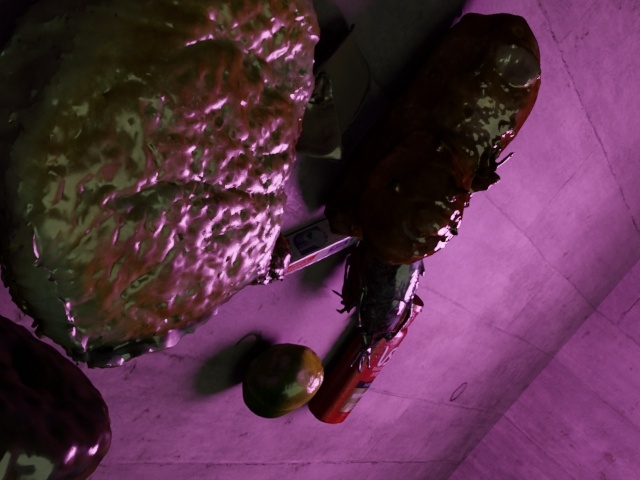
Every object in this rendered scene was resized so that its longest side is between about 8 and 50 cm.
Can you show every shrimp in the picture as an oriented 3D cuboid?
[{"bbox_3d":[0.122,0.069,1.569,0.172,0.137,0.372,-9,135,-28],"label":"shrimp"}]

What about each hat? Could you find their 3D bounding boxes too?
[{"bbox_3d":[-0.005,-0.191,1.138,0.175,0.085,0.147,-61,149,-27],"label":"hat"}]

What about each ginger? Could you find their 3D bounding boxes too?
[{"bbox_3d":[0.183,-0.138,1.289,0.176,0.254,0.418,39,94,-30],"label":"ginger"}]

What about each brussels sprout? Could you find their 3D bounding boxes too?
[{"bbox_3d":[-0.065,0.237,1.556,0.155,0.117,0.155,-44,175,-5],"label":"brussels sprout"}]

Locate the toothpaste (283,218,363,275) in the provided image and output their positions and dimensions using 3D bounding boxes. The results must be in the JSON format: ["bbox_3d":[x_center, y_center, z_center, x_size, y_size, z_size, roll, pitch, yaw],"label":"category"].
[{"bbox_3d":[0.000,0.000,1.416,0.196,0.047,0.040,-25,160,-38],"label":"toothpaste"}]

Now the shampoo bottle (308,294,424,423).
[{"bbox_3d":[0.094,0.233,1.827,0.118,0.076,0.314,9,119,-56],"label":"shampoo bottle"}]

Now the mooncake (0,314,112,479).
[{"bbox_3d":[-0.349,0.173,0.872,0.161,0.290,0.290,-54,153,4],"label":"mooncake"}]

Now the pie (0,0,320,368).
[{"bbox_3d":[-0.167,-0.092,0.913,0.395,0.180,0.418,-28,136,-44],"label":"pie"}]
